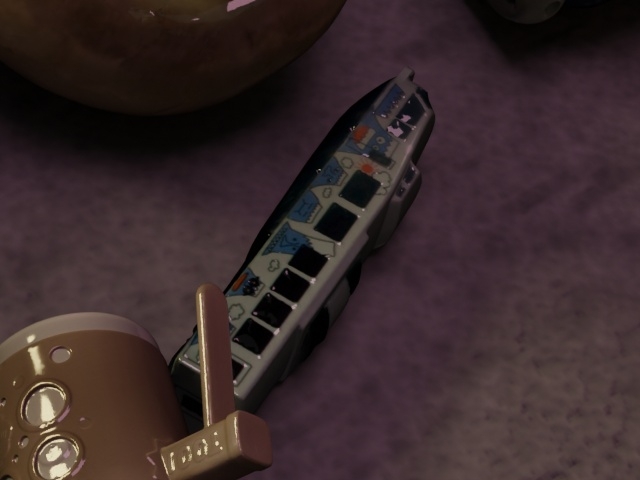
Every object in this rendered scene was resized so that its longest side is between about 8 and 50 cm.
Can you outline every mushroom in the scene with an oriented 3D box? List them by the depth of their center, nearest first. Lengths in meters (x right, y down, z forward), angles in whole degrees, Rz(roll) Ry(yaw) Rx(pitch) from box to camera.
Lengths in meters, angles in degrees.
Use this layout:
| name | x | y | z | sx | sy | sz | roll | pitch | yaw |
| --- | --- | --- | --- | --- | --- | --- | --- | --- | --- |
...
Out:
| name | x | y | z | sx | sy | sz | roll | pitch | yaw |
| --- | --- | --- | --- | --- | --- | --- | --- | --- | --- |
| mushroom | -0.067 | -0.156 | 0.760 | 0.204 | 0.204 | 0.204 | 8 | 48 | -9 |

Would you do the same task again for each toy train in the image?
| name | x | y | z | sx | sy | sz | roll | pitch | yaw |
| --- | --- | --- | --- | --- | --- | --- | --- | --- | --- |
| toy train | 0.000 | 0.000 | 0.757 | 0.047 | 0.043 | 0.207 | 28 | 48 | 8 |

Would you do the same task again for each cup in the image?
| name | x | y | z | sx | sy | sz | roll | pitch | yaw |
| --- | --- | --- | --- | --- | --- | --- | --- | --- | --- |
| cup | -0.073 | 0.071 | 0.636 | 0.074 | 0.102 | 0.099 | 3 | 46 | -29 |

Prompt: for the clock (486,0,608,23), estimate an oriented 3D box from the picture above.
| name | x | y | z | sx | sy | sz | roll | pitch | yaw |
| --- | --- | --- | --- | --- | --- | --- | --- | --- | --- |
| clock | 0.177 | -0.192 | 0.909 | 0.243 | 0.147 | 0.199 | -15 | 27 | -20 |
